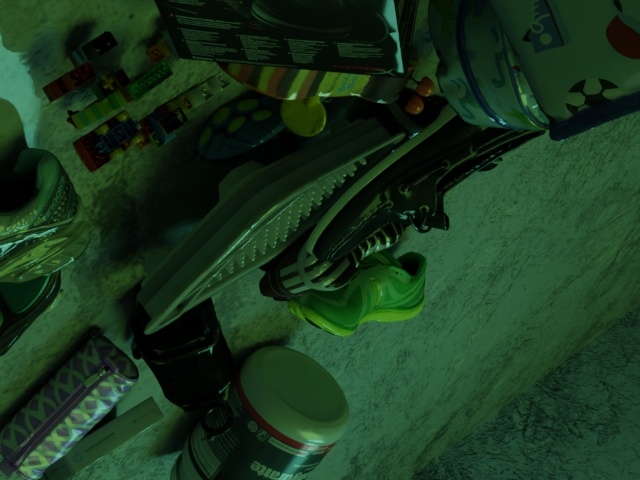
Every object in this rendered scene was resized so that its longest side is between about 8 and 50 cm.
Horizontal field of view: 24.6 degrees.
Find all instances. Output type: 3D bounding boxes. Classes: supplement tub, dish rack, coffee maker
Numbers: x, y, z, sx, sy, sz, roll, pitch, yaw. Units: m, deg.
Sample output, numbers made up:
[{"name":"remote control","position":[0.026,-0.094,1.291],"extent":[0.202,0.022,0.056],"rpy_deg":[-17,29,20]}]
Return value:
[{"name":"supplement tub","position":[-0.098,0.316,2.302],"extent":[0.191,0.191,0.272],"rpy_deg":[-10,143,-55]},{"name":"dish rack","position":[-0.068,-0.033,1.723],"extent":[0.285,0.072,0.333],"rpy_deg":[-44,172,36]},{"name":"coffee maker","position":[-0.163,0.141,1.864],"extent":[0.120,0.171,0.178],"rpy_deg":[-38,159,-11]}]

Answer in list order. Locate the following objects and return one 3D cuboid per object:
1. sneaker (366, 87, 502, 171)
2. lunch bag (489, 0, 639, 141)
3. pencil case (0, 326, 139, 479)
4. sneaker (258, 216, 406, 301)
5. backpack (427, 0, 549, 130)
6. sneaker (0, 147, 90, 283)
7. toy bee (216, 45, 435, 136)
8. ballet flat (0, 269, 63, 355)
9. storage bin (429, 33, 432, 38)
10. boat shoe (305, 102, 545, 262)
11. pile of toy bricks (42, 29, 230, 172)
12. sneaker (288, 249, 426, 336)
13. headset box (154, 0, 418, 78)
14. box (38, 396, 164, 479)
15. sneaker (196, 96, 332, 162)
[{"name":"sneaker","position":[0.134,-0.125,1.984],"extent":[0.124,0.107,0.283],"rpy_deg":[-45,150,21]},{"name":"lunch bag","position":[0.247,-0.319,1.302],"extent":[0.239,0.327,0.385],"rpy_deg":[-18,-158,27]},{"name":"pencil case","position":[-0.317,0.210,1.843],"extent":[0.206,0.086,0.088],"rpy_deg":[-47,-168,9]},{"name":"sneaker","position":[0.000,0.000,2.019],"extent":[0.162,0.106,0.281],"rpy_deg":[-22,-171,35]},{"name":"backpack","position":[0.271,-0.267,1.622],"extent":[0.356,0.273,0.290],"rpy_deg":[-28,122,-25]},{"name":"sneaker","position":[-0.356,0.002,1.382],"extent":[0.283,0.110,0.122],"rpy_deg":[-34,141,-26]},{"name":"toy bee","position":[0.041,-0.202,1.560],"extent":[0.298,0.162,0.195],"rpy_deg":[-31,155,-26]},{"name":"ballet flat","position":[-0.323,0.065,1.573],"extent":[0.203,0.074,0.074],"rpy_deg":[-46,160,29]},{"name":"storage bin","position":[0.208,-0.268,1.822],"extent":[0.098,0.091,0.135],"rpy_deg":[-12,145,-53]},{"name":"boat shoe","position":[0.136,-0.067,1.814],"extent":[0.340,0.113,0.127],"rpy_deg":[-40,169,2]},{"name":"pile of toy bricks","position":[-0.195,-0.133,1.391],"extent":[0.105,0.118,0.212],"rpy_deg":[-22,-167,38]},{"name":"sneaker","position":[0.058,0.068,2.247],"extent":[0.295,0.109,0.123],"rpy_deg":[-11,121,-51]},{"name":"headset box","position":[-0.035,-0.255,1.218],"extent":[0.293,0.218,0.110],"rpy_deg":[70,28,-68]},{"name":"box","position":[-0.303,0.278,1.992],"extent":[0.145,0.038,0.186],"rpy_deg":[-31,179,-27]},{"name":"sneaker","position":[-0.056,-0.130,1.659],"extent":[0.188,0.067,0.078],"rpy_deg":[-32,152,-31]}]
